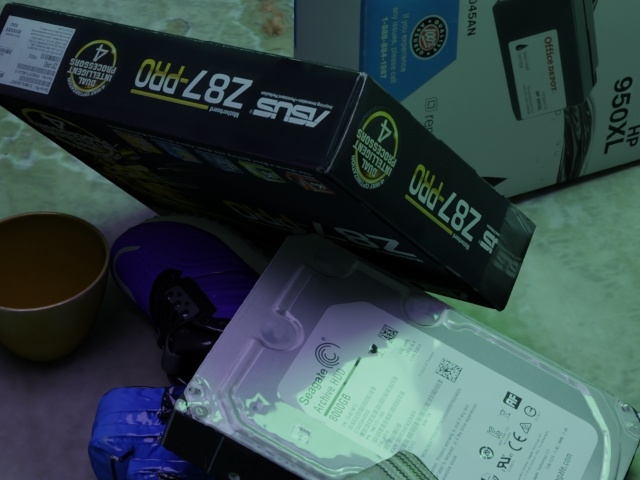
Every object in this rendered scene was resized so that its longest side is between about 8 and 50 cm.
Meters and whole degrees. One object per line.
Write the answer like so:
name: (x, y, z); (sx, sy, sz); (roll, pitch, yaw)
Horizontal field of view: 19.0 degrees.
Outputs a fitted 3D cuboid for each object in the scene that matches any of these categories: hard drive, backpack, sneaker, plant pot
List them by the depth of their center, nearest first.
hard drive: (0.074, 0.150, 1.521); (0.339, 0.064, 0.237); (29, 47, 6)
backpack: (-0.130, 0.171, 1.562); (0.120, 0.098, 0.101); (5, 44, 8)
sneaker: (-0.098, 0.071, 1.653); (0.293, 0.102, 0.146); (27, 35, 31)
plant pot: (-0.252, 0.053, 1.709); (0.134, 0.095, 0.134); (-1, 40, 1)

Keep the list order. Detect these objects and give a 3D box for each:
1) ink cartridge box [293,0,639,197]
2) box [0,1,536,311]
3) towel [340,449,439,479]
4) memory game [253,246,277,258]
ink cartridge box: (0.183, -0.200, 1.832); (0.395, 0.285, 0.166); (-16, 42, -19)
box: (-0.056, -0.073, 1.632); (0.395, 0.318, 0.097); (15, 78, 35)
towel: (-0.003, 0.283, 1.271); (0.324, 0.056, 0.312); (-19, 42, -19)
memory game: (0.000, 0.000, 1.824); (0.186, 0.012, 0.186); (-1, 40, 1)
